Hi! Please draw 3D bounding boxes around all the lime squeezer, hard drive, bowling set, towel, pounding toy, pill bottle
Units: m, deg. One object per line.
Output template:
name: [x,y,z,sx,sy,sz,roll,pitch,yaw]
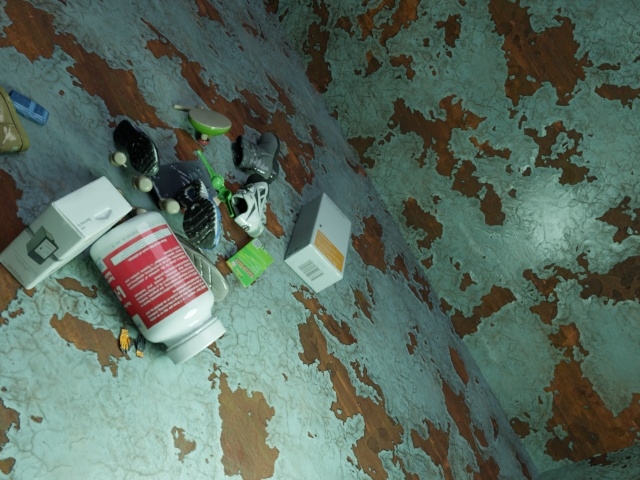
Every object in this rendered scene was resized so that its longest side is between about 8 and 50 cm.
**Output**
lime squeezer: [-0.414,-0.217,2.142,0.311,0.058,0.110,62,17,11]
hard drive: [-0.507,-0.197,1.937,0.254,0.054,0.172,-24,87,-52]
bowling set: [-0.613,-0.133,1.695,0.287,0.200,0.154,49,-16,-23]
towel: [-0.881,-0.401,1.610,0.119,0.029,0.067,33,36,-39]
pounding toy: [-0.499,-0.485,2.274,0.236,0.110,0.182,36,32,22]
pill bottle: [-0.454,0.139,1.536,0.408,0.229,0.229,57,27,-1]

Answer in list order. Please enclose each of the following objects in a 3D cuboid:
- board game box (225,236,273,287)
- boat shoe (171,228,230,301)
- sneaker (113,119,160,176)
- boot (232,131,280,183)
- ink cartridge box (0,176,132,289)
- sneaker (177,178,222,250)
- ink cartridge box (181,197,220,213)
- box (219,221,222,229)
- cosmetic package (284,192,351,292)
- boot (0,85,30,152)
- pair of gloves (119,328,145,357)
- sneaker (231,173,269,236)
board game box: [-0.277,0.086,2.090,0.124,0.039,0.259,54,25,-6]
boat shoe: [-0.426,0.054,1.709,0.355,0.132,0.130,39,20,0]
sneaker: [-0.594,-0.308,1.836,0.283,0.107,0.124,49,12,33]
boot: [-0.304,-0.438,2.510,0.222,0.118,0.338,29,35,-35]
ink cartridge box: [-0.641,-0.021,1.347,0.115,0.272,0.198,51,28,-12]
sneaker: [-0.383,-0.074,1.808,0.147,0.129,0.330,53,8,-41]
ink cartridge box: [-0.467,-0.151,2.016,0.145,0.045,0.179,48,26,-17]
box: [-0.407,-0.067,2.022,0.083,0.018,0.067,-27,113,-62]
cosmetic package: [0.000,0.000,2.496,0.230,0.161,0.453,46,29,-22]
boot: [-0.927,-0.315,1.385,0.236,0.089,0.269,57,29,0]
pair of gloves: [-0.527,0.288,1.500,0.083,0.010,0.074,31,37,-42]
sneaker: [-0.301,-0.182,2.231,0.146,0.122,0.331,37,33,-38]
